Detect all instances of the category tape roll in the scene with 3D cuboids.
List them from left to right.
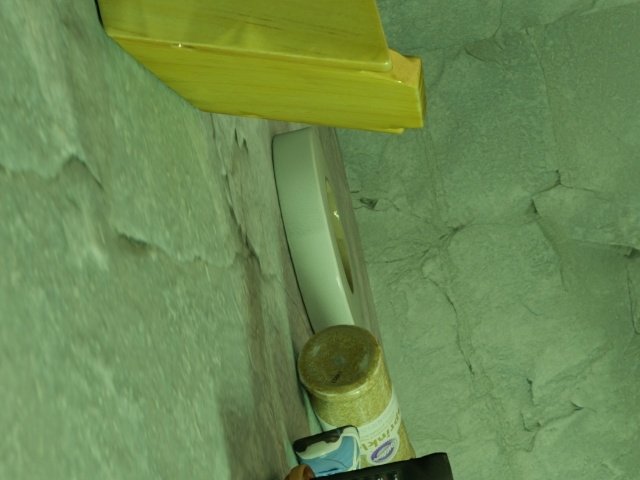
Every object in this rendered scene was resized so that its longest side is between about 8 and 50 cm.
[{"bbox_3d":[0.000,0.000,1.889,0.392,0.072,0.392,-14,90,-85],"label":"tape roll"}]

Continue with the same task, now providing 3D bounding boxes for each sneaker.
[{"bbox_3d":[0.020,0.280,1.329,0.211,0.080,0.081,64,11,-64],"label":"sneaker"}]

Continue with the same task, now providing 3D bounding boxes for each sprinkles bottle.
[{"bbox_3d":[0.062,0.266,1.598,0.355,0.121,0.121,70,8,-49],"label":"sprinkles bottle"}]

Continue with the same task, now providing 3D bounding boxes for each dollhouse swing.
[{"bbox_3d":[-0.045,-0.284,1.007,0.347,0.315,0.304,32,65,-82],"label":"dollhouse swing"}]

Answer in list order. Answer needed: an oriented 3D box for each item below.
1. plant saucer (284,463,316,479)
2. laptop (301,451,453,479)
[{"bbox_3d":[-0.011,0.327,1.108,0.200,0.037,0.200,-12,90,-84],"label":"plant saucer"},{"bbox_3d":[0.069,0.322,1.009,0.136,0.264,0.234,-31,-113,57],"label":"laptop"}]
